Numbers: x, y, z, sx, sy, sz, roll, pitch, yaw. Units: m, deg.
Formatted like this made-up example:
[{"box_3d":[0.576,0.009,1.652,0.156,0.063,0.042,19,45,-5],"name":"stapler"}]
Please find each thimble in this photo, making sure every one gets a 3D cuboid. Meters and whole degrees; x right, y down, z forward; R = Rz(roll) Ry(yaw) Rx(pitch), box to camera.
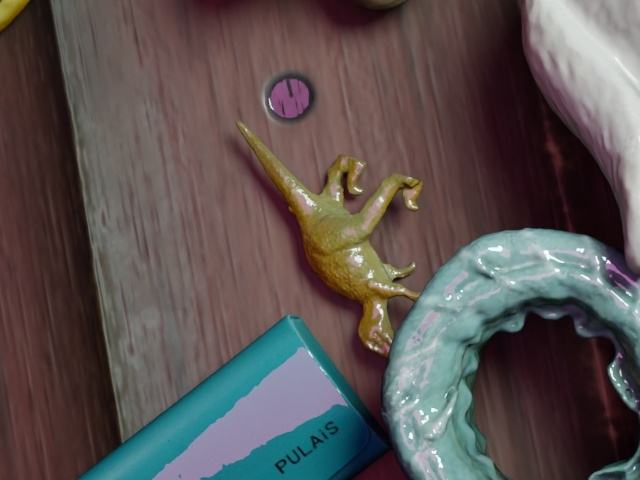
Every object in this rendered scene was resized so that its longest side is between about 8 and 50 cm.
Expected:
[{"box_3d":[0.146,0.111,0.962,0.198,0.143,0.235,-13,83,10],"name":"thimble"}]

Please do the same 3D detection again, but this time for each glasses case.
[{"box_3d":[-0.104,0.184,1.041,0.301,0.070,0.117,-38,81,4],"name":"glasses case"}]

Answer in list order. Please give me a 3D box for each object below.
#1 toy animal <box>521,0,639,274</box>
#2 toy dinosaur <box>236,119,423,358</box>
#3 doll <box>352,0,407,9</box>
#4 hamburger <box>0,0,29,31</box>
[{"box_3d":[0.237,-0.106,0.932,0.272,0.206,0.265,-32,70,-31],"name":"toy animal"},{"box_3d":[0.000,0.000,1.051,0.162,0.039,0.126,17,90,13],"name":"toy dinosaur"},{"box_3d":[0.022,-0.325,1.000,0.235,0.174,0.329,9,84,-3],"name":"doll"},{"box_3d":[-0.308,-0.244,1.061,0.246,0.170,0.246,-1,86,8],"name":"hamburger"}]
